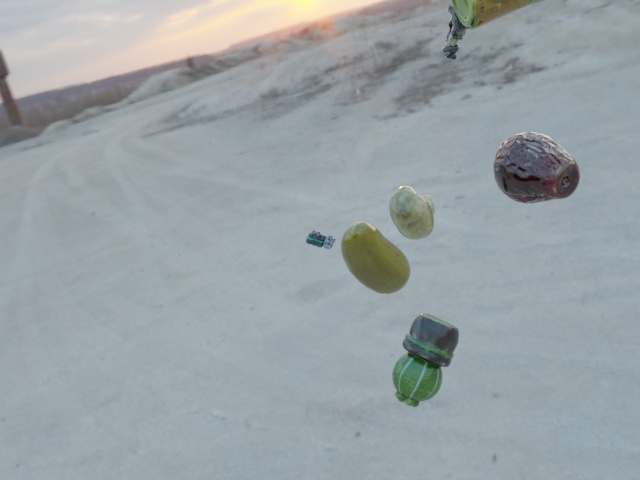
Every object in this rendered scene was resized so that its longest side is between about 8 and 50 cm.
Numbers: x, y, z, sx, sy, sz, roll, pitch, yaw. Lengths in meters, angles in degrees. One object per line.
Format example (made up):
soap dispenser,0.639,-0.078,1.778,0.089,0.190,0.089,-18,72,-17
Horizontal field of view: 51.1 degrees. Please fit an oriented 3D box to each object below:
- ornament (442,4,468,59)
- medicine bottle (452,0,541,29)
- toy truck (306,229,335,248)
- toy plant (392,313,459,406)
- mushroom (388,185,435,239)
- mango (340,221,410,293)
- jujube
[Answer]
ornament,0.394,-0.638,1.968,0.153,0.196,0.166,26,18,11
medicine bottle,0.410,-0.554,1.447,0.238,0.124,0.124,-23,18,-1
toy truck,0.000,0.000,2.019,0.083,0.044,0.039,18,-8,8
toy plant,0.183,0.218,1.199,0.092,0.163,0.093,21,4,-2
mushroom,0.237,-0.072,1.721,0.112,0.148,0.148,-21,17,3
mango,0.171,0.062,2.196,0.195,0.331,0.142,-14,45,37
jujube,0.566,-0.184,1.754,0.189,0.190,0.255,-20,24,-17
